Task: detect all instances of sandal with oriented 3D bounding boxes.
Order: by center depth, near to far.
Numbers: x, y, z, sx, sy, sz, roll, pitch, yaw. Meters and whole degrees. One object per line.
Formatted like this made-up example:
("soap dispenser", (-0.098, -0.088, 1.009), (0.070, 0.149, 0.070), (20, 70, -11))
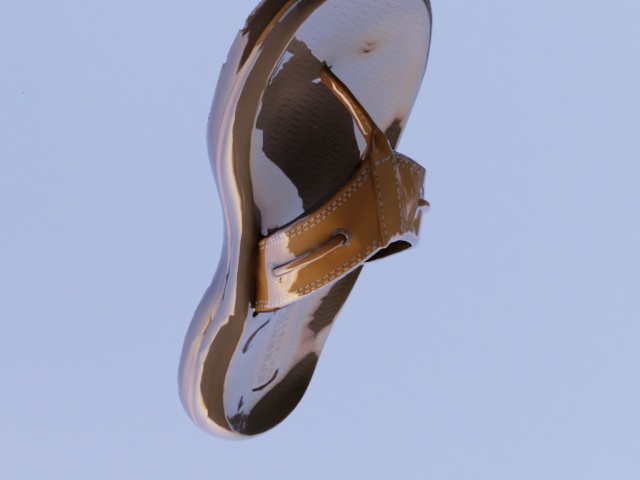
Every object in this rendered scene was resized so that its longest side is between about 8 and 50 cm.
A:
("sandal", (0.000, 0.000, 0.451), (0.090, 0.060, 0.219), (-17, -44, -41))
